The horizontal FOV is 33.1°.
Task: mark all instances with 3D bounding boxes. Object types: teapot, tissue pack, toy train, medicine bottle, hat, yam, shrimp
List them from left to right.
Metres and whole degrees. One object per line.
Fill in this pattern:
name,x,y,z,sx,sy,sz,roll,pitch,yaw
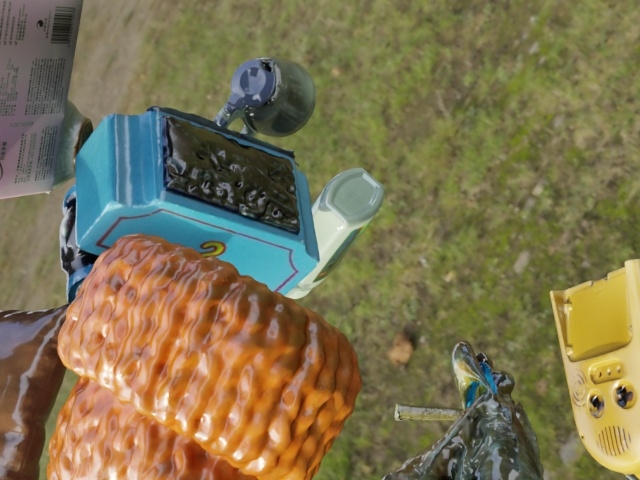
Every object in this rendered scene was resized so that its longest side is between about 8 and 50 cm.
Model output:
tissue pack,-0.361,-0.175,1.195,0.092,0.148,0.246,21,107,24
hat,-0.159,0.205,1.024,0.400,0.285,0.285,-59,24,0
toy train,-0.164,-0.016,1.343,0.265,0.300,0.188,-44,43,38
teapot,-0.089,-0.197,1.474,0.149,0.108,0.111,-21,74,18
medicine bottle,0.000,0.000,1.564,0.121,0.083,0.229,-46,-5,-45
yam,0.194,0.302,1.861,0.027,0.129,0.033,101,172,-46
shrimp,0.171,0.301,1.303,0.445,0.221,0.110,-74,-11,-51

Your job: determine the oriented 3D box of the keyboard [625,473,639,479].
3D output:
keyboard,0.422,0.356,1.380,0.015,0.129,0.049,-29,31,-7

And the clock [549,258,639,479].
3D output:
clock,0.488,0.204,1.629,0.244,0.200,0.317,145,130,-61

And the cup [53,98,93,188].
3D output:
cup,-0.387,-0.136,1.441,0.199,0.150,0.199,9,-90,-88

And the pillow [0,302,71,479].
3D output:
pillow,-0.395,0.208,1.173,0.308,0.108,0.305,0,72,42
